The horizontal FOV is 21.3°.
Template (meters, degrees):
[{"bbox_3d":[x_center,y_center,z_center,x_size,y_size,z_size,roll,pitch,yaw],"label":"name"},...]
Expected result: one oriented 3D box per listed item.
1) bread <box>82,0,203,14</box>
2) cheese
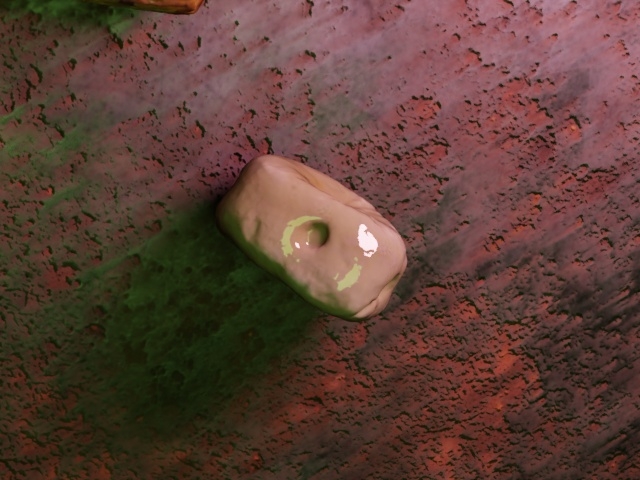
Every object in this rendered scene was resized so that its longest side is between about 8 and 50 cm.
[{"bbox_3d":[-0.201,-0.353,1.719,0.210,0.099,0.235,7,109,-19],"label":"bread"},{"bbox_3d":[0.000,0.000,1.835,0.235,0.218,0.117,22,102,-45],"label":"cheese"}]
